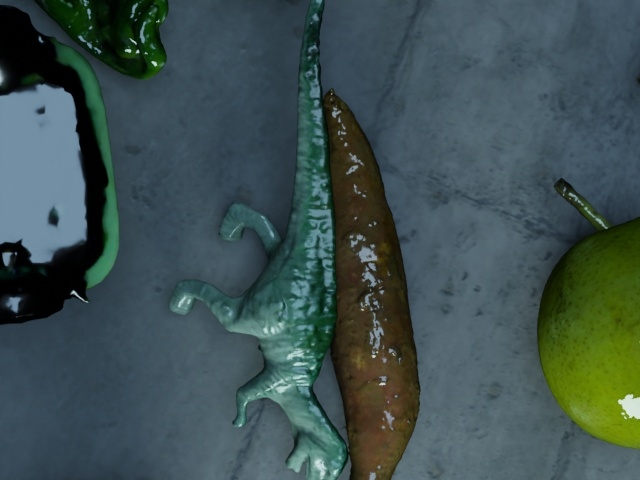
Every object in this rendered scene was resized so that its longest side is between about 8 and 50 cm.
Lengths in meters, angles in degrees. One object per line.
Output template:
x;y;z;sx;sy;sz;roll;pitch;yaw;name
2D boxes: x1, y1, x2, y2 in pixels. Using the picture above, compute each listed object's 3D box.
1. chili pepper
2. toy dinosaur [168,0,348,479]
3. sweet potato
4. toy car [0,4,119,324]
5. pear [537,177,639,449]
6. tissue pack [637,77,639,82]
-0.192;-0.221;1.255;0.257;0.100;0.074;49;41;-12;chili pepper
-0.046;-0.004;1.275;0.129;0.076;0.383;0;102;21;toy dinosaur
0.035;0.045;1.301;0.066;0.072;0.314;-7;93;-37;sweet potato
-0.321;-0.032;1.196;0.359;0.176;0.213;-9;92;-13;toy car
0.237;0.046;1.303;0.180;0.166;0.216;-24;72;4;pear
0.340;-0.124;1.347;0.169;0.082;0.120;32;86;-9;tissue pack
